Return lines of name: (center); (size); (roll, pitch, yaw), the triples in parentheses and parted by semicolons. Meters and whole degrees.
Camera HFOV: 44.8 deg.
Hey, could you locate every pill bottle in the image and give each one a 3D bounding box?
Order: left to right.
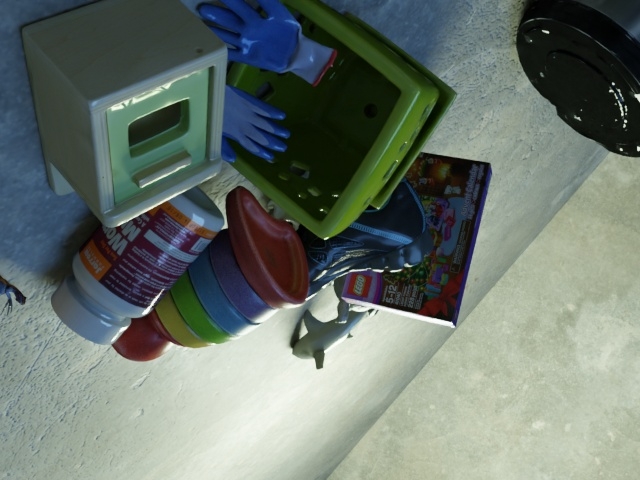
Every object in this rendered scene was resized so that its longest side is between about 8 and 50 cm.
pill bottle: (-0.234, 0.020, 0.985); (0.221, 0.121, 0.121); (-49, 157, 8)

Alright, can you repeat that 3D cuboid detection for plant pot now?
plant pot: (0.026, -0.165, 0.996); (0.207, 0.228, 0.227); (-17, 145, -59)

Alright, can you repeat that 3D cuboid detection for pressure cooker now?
pressure cooker: (0.618, -0.412, 1.412); (0.420, 0.375, 0.370); (-43, 178, -5)

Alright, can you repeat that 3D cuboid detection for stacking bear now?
stacking bear: (-0.178, 0.078, 1.096); (0.289, 0.164, 0.175); (-27, 144, 18)

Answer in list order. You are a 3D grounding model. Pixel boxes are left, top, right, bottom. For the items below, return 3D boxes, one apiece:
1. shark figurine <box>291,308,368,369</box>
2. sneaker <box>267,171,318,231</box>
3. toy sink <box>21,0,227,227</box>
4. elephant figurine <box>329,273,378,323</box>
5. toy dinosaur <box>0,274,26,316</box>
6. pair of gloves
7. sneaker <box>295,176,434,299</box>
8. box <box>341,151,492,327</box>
shark figurine: (0.026, 0.177, 1.745); (0.278, 0.116, 0.166); (-40, -168, 9)
sneaker: (-0.024, -0.019, 1.337); (0.129, 0.111, 0.297); (-28, 148, -10)
toy sink: (-0.194, -0.116, 0.806); (0.153, 0.131, 0.234); (-31, 154, -30)
elephant figurine: (0.104, 0.079, 1.654); (0.186, 0.169, 0.239); (-14, 171, -1)
toy dinosaur: (-0.374, 0.056, 0.917); (0.090, 0.047, 0.082); (-63, 172, 15)
pair of gloves: (-0.085, -0.182, 0.882); (0.198, 0.159, 0.023); (-58, -170, 24)
sneaker: (0.000, 0.000, 1.214); (0.341, 0.125, 0.139); (-19, 115, -5)
box: (0.172, -0.011, 1.372); (0.057, 0.201, 0.293); (46, 58, -68)
